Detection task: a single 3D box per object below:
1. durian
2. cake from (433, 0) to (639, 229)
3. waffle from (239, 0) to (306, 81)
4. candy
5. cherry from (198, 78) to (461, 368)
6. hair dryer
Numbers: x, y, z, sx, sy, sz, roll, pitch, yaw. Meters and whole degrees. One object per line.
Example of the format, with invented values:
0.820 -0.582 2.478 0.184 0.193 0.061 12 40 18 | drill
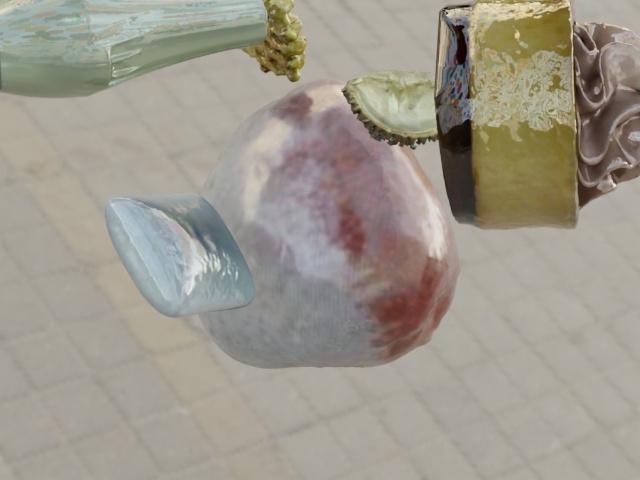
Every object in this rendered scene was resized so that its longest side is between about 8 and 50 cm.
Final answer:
0.081 -0.121 1.429 0.130 0.066 0.052 2 31 -13 | durian
0.191 -0.101 1.194 0.178 0.185 0.207 -2 1 18 | cake
-0.078 -0.266 1.740 0.038 0.191 0.191 -35 62 -17 | waffle
-0.141 0.014 1.537 0.138 0.071 0.174 59 21 11 | candy
-0.011 0.002 1.790 0.335 0.326 0.291 61 30 2 | cherry
-0.202 -0.249 1.560 0.295 0.119 0.298 4 42 -9 | hair dryer
